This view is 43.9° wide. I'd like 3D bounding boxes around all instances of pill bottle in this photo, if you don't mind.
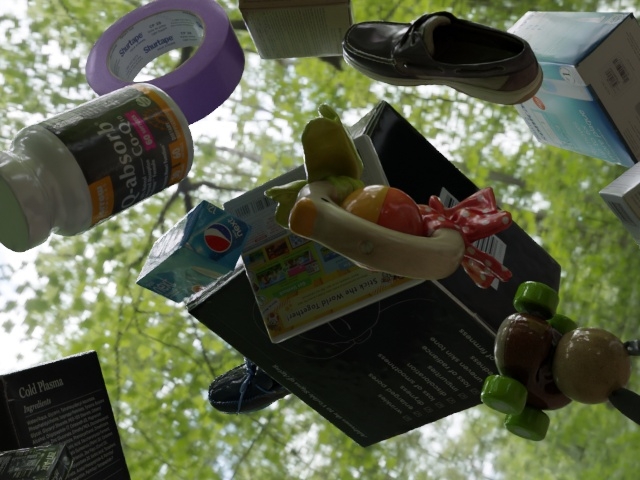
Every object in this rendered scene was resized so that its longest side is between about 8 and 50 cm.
[{"bbox_3d":[-0.322,-0.101,1.090,0.278,0.162,0.162,-36,-48,-41],"label":"pill bottle"}]

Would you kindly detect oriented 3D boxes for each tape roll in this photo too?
[{"bbox_3d":[-0.279,-0.320,1.431,0.275,0.274,0.090,-57,-32,-23],"label":"tape roll"}]

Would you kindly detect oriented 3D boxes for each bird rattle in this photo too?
[{"bbox_3d":[0.065,-0.008,0.764,0.143,0.253,0.207,-62,-4,21],"label":"bird rattle"}]

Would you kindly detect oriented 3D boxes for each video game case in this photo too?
[{"bbox_3d":[0.000,0.000,1.049,0.026,0.227,0.206,9,-121,-69],"label":"video game case"}]

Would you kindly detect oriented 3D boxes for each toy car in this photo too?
[{"bbox_3d":[0.305,0.149,0.909,0.149,0.188,0.155,47,-121,-41],"label":"toy car"}]

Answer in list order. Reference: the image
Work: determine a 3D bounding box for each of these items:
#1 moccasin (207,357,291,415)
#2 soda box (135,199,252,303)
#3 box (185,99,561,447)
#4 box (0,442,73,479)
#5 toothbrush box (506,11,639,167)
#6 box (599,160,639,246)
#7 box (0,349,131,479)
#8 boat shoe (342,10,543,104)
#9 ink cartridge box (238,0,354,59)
[{"bbox_3d":[-0.108,0.284,1.776,0.117,0.342,0.138,52,-163,-53],"label":"moccasin"},{"bbox_3d":[-0.168,0.021,1.023,0.071,0.210,0.067,29,-116,-18],"label":"soda box"},{"bbox_3d":[0.098,0.090,1.472,0.480,0.471,0.297,41,-137,-16],"label":"box"},{"bbox_3d":[-0.221,0.182,0.560,0.083,0.067,0.018,-84,-18,-60],"label":"box"},{"bbox_3d":[0.433,-0.260,1.329,0.126,0.295,0.216,-42,-66,-1],"label":"toothbrush box"},{"bbox_3d":[0.368,-0.036,0.835,0.087,0.102,0.101,-39,0,8],"label":"box"},{"bbox_3d":[-0.376,0.314,0.817,0.179,0.343,0.313,-4,-103,-77],"label":"box"},{"bbox_3d":[0.154,-0.257,1.053,0.103,0.285,0.092,-59,-28,-19],"label":"boat shoe"},{"bbox_3d":[-0.036,-0.417,1.453,0.235,0.193,0.088,63,-155,-79],"label":"ink cartridge box"}]
